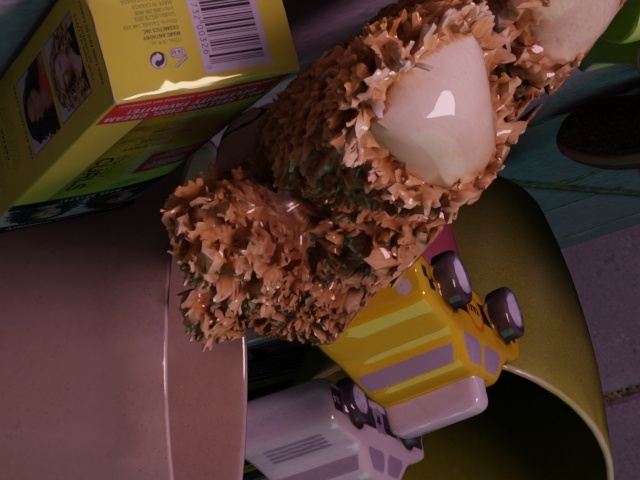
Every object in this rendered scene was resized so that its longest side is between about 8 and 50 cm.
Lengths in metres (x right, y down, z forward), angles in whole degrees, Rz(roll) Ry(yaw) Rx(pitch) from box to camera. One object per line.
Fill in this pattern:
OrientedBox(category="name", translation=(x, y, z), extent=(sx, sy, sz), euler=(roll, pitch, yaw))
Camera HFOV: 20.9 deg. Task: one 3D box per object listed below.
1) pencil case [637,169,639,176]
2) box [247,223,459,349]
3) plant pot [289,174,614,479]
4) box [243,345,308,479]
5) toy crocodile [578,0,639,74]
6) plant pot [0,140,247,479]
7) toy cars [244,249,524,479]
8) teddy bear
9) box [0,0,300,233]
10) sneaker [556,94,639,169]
OrientedBox(category="pencil case", translation=(0.367, -0.106, 1.411), extent=(0.236, 0.104, 0.104), euler=(-22, 172, 24))
OrientedBox(category="box", translation=(0.000, 0.000, 1.226), extent=(0.148, 0.127, 0.232), euler=(-18, 174, 15))
OrientedBox(category="plant pot", translation=(0.116, 0.086, 1.483), extent=(0.275, 0.275, 0.293), euler=(-20, -145, 27))
OrientedBox(category="box", translation=(-0.063, 0.098, 1.498), extent=(0.060, 0.216, 0.270), euler=(-20, 174, 32))
OrientedBox(category="toy crocodile", translation=(0.208, -0.129, 0.756), extent=(0.115, 0.105, 0.340), euler=(-14, 173, -22))
OrientedBox(category="plant pot", translation=(-0.195, 0.073, 0.998), extent=(0.274, 0.256, 0.256), euler=(-1, 175, 7))
OrientedBox(category="toy cars", translation=(0.038, 0.118, 1.169), extent=(0.176, 0.087, 0.394), euler=(-5, 156, -18))
OrientedBox(category="teddy bear", translation=(0.022, -0.052, 0.784), extent=(0.245, 0.113, 0.338), euler=(-49, 180, -8))
OrientedBox(category="box", translation=(-0.094, -0.061, 0.777), extent=(0.087, 0.058, 0.232), euler=(-13, 172, -26))
OrientedBox(category="sneaker", translation=(0.279, -0.070, 1.364), extent=(0.188, 0.066, 0.071), euler=(0, 143, 35))
